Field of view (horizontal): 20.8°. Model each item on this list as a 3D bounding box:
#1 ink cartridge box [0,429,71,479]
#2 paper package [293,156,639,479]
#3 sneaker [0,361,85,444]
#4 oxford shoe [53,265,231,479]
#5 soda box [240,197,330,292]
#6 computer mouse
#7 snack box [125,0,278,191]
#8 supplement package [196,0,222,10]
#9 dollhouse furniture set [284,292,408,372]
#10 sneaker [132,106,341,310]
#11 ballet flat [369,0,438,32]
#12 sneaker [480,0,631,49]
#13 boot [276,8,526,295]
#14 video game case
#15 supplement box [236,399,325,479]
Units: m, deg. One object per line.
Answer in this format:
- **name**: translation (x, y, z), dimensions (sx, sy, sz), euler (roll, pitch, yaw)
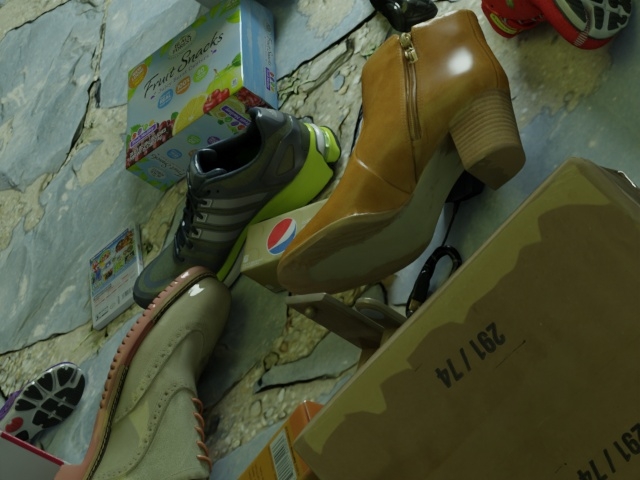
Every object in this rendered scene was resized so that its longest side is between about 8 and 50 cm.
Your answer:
- **ink cartridge box**: translation (-0.377, 0.282, 1.981), dimensions (0.237, 0.172, 0.100), euler (-1, 62, 49)
- **paper package**: translation (0.202, 0.146, 1.323), dimensions (0.325, 0.168, 0.309), euler (-48, 69, 12)
- **sneaker**: translation (-0.354, 0.196, 2.114), dimensions (0.170, 0.068, 0.071), euler (-40, 33, 22)
- **oxford shoe**: translation (-0.165, 0.214, 1.863), dimensions (0.147, 0.140, 0.397), euler (15, 67, 21)
- **soda box**: translation (0.000, 0.000, 1.859), dimensions (0.181, 0.058, 0.061), euler (-19, 50, 41)
- **computer mouse**: translation (0.124, -0.031, 1.755), dimensions (0.071, 0.041, 0.242), euler (-7, 59, 46)
- **snack box**: translation (-0.149, -0.186, 2.161), dimensions (0.207, 0.070, 0.174), euler (-31, 44, 30)
- **supplement package**: translation (-0.116, -0.422, 2.209), dimensions (0.194, 0.149, 0.203), euler (5, 67, 63)
- **dollhouse furniture set**: translation (0.038, 0.140, 1.652), dimensions (0.144, 0.123, 0.151), euler (-8, 57, 46)
- **sneaker**: translation (-0.119, -0.040, 1.972), dimensions (0.300, 0.121, 0.111), euler (-47, 37, 13)
- **ballet flat**: translation (0.085, -0.287, 2.001), dimensions (0.049, 0.057, 0.173), euler (-14, 39, -12)
- **sneaker**: translation (0.224, -0.252, 1.784), dimensions (0.118, 0.107, 0.279), euler (-63, 29, 24)
- **boot**: translation (0.064, -0.090, 1.755), dimensions (0.295, 0.104, 0.211), euler (-33, 47, 17)
- **video game case**: translation (-0.253, 0.043, 2.157), dimensions (0.087, 0.011, 0.122), euler (-38, 40, 25)
- **supplement box**: translation (-0.039, 0.254, 1.650), dimensions (0.233, 0.078, 0.080), euler (-51, 38, 35)
